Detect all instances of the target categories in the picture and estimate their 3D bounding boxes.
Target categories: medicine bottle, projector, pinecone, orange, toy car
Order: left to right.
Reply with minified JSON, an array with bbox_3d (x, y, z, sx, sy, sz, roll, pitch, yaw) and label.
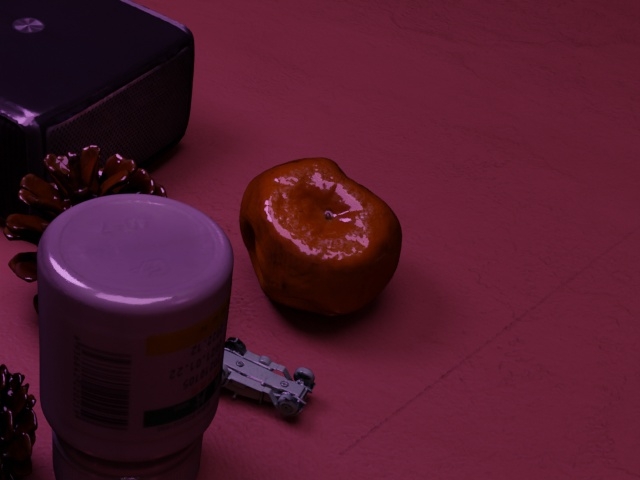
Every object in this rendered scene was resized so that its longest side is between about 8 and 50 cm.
[{"bbox_3d":[-0.413,0.215,1.301,0.165,0.163,0.163,10,33,-25],"label":"pinecone"},{"bbox_3d":[-0.468,-0.238,1.848,0.395,0.242,0.405,27,41,19],"label":"projector"},{"bbox_3d":[-0.314,-0.007,1.566,0.264,0.264,0.264,6,36,-4],"label":"pinecone"},{"bbox_3d":[-0.213,0.138,1.304,0.208,0.340,0.208,6,36,-4],"label":"medicine bottle"},{"bbox_3d":[-0.081,0.183,1.517,0.143,0.054,0.073,22,39,10],"label":"toy car"},{"bbox_3d":[0.000,0.000,1.679,0.249,0.183,0.249,8,53,-11],"label":"orange"}]
